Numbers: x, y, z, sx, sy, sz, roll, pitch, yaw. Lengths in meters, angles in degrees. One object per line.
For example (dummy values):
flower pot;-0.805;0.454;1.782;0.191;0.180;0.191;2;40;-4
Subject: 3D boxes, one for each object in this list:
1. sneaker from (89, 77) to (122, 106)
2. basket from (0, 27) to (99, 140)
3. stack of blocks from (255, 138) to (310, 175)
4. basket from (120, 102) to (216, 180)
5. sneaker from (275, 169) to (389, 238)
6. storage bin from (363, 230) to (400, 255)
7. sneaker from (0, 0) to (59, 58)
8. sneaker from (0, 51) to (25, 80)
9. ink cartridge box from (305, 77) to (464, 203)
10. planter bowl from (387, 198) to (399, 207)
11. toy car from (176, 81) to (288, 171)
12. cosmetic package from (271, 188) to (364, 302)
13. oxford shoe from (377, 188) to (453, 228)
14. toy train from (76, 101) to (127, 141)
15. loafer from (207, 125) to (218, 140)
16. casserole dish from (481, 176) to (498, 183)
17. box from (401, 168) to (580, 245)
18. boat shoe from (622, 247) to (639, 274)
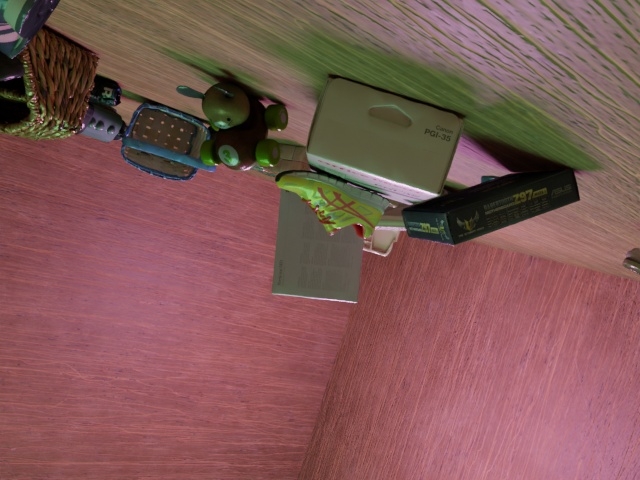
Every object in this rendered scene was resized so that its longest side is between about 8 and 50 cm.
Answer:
sneaker;-0.577;-0.387;1.401;0.121;0.079;0.217;14;-172;12
basket;-0.638;-0.324;1.099;0.299;0.213;0.223;17;-179;20
stack of blocks;-0.118;-0.237;1.676;0.171;0.087;0.297;16;-179;-43
basket;-0.436;-0.274;1.608;0.255;0.201;0.289;18;-170;-24
sneaker;0.016;-0.059;0.950;0.208;0.094;0.081;18;-177;-20
storage bin;0.162;-0.082;2.007;0.260;0.123;0.262;18;-152;7
sneaker;-0.405;-0.317;0.696;0.131;0.112;0.319;36;168;-29
sneaker;-0.642;-0.359;0.939;0.281;0.162;0.106;10;-152;8
ink cartridge box;0.089;-0.146;0.907;0.207;0.117;0.283;18;-179;1
planter bowl;0.145;-0.139;1.281;0.162;0.109;0.162;17;-179;0
toy car;-0.173;-0.227;1.030;0.155;0.149;0.188;4;163;24
cosmetic package;0.000;0.000;1.837;0.284;0.377;0.097;6;-177;2
oxford shoe;0.317;-0.089;1.510;0.449;0.130;0.169;2;175;-2
toy train;-0.692;-0.368;1.592;0.190;0.142;0.334;36;-174;13
loafer;-0.260;-0.282;1.631;0.096;0.084;0.267;17;-179;-35
casserole dish;0.413;-0.093;1.194;0.114;0.037;0.188;19;-178;43
box;0.277;-0.059;0.943;0.233;0.059;0.183;-19;-171;-11
boat shoe;0.769;0.052;1.212;0.302;0.103;0.113;16;-166;-32
